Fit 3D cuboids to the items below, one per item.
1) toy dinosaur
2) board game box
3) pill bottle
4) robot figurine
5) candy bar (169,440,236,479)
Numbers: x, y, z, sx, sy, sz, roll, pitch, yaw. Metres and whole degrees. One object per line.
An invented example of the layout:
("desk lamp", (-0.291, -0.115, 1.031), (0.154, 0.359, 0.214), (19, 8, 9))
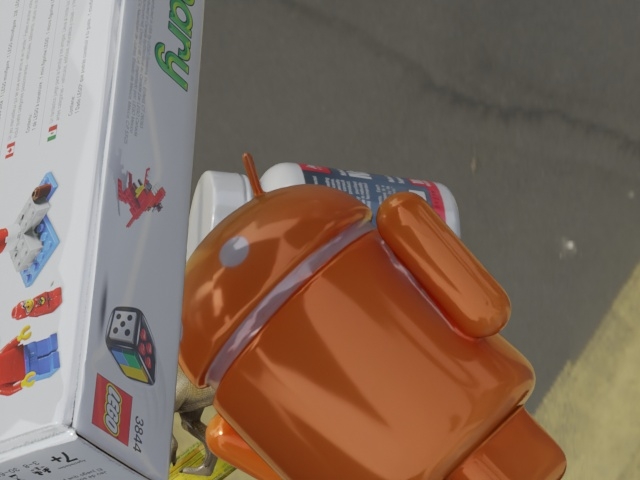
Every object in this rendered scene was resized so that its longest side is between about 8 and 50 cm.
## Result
("toy dinosaur", (-0.084, 0.092, 0.978), (0.183, 0.053, 0.093), (3, 86, 23))
("board game box", (-0.137, -0.028, 0.625), (0.193, 0.053, 0.305), (-19, 50, 27))
("pill bottle", (0.000, 0.000, 1.194), (0.180, 0.108, 0.108), (7, 67, -17))
("robot figurine", (0.014, 0.063, 0.808), (0.128, 0.158, 0.219), (-42, 79, -20))
("candy bar", (-0.066, 0.146, 1.143), (0.161, 0.018, 0.040), (-38, 68, 20))
